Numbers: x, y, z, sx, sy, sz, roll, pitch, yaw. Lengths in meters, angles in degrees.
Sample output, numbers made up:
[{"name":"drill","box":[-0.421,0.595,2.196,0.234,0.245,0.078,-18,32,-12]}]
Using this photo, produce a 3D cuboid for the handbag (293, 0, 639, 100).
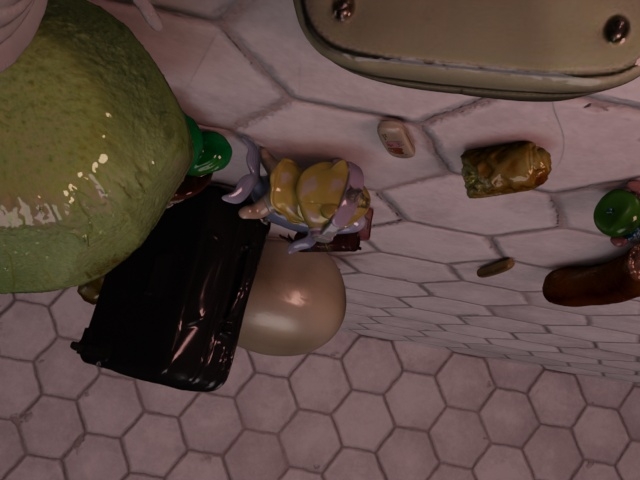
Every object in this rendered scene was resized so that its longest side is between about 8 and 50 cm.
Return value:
[{"name":"handbag","box":[0.109,-0.156,0.453,0.241,0.109,0.315,11,-168,10]}]

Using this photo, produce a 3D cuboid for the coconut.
[{"name":"coconut","box":[-0.277,-0.088,0.586,0.328,0.281,0.328,-30,-174,4]}]

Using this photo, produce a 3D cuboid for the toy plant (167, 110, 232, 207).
[{"name":"toy plant","box":[-0.191,-0.111,0.825,0.142,0.105,0.200,6,157,-26]}]

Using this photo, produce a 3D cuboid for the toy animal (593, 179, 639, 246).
[{"name":"toy animal","box":[0.451,-0.001,0.796,0.208,0.100,0.103,29,-161,-20]}]

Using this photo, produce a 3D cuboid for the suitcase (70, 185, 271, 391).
[{"name":"suitcase","box":[-0.256,0.081,1.122,0.339,0.345,0.188,-4,155,44]}]

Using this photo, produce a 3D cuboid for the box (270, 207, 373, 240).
[{"name":"box","box":[0.000,-0.042,1.041,0.156,0.060,0.111,22,163,-36]}]

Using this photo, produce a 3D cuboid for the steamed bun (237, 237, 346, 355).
[{"name":"steamed bun","box":[-0.103,0.145,1.424,0.324,0.206,0.324,5,149,3]}]

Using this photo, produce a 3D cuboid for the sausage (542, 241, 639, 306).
[{"name":"sausage","box":[0.495,0.067,1.085,0.102,0.076,0.302,19,164,-4]}]

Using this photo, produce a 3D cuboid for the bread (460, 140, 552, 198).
[{"name":"bread","box":[0.214,-0.082,0.731,0.110,0.060,0.066,-3,176,44]}]

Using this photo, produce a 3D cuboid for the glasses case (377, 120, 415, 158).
[{"name":"glasses case","box":[0.091,-0.119,0.746,0.032,0.021,0.083,6,165,23]}]

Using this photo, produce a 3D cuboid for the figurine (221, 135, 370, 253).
[{"name":"figurine","box":[-0.026,-0.060,0.860,0.208,0.128,0.183,22,160,-26]}]

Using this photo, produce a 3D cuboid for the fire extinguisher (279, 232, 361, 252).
[{"name":"fire extinguisher","box":[0.000,0.000,1.011,0.132,0.039,0.056,-2,152,35]}]

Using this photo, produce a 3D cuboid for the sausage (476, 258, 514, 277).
[{"name":"sausage","box":[0.349,0.056,1.252,0.024,0.024,0.132,12,167,-9]}]

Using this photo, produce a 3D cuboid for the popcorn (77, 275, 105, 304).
[{"name":"popcorn","box":[-0.461,0.078,1.481,0.237,0.206,0.251,-42,179,24]}]

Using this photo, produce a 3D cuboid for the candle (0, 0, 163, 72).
[{"name":"candle","box":[-0.279,-0.193,0.326,0.342,0.221,0.221,5,165,7]}]
